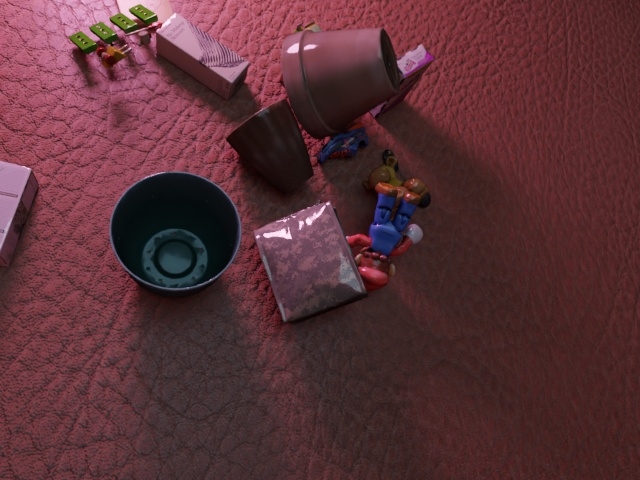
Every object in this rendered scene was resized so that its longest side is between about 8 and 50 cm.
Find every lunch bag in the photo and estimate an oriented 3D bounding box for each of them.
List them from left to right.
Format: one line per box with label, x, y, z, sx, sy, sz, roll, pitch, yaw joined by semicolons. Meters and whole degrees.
lunch bag;-0.028;0.056;1.286;0.235;0.169;0.287;-21;78;4

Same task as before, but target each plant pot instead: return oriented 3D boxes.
plant pot;-0.359;0.011;1.188;0.292;0.235;0.293;6;69;-16
plant pot;-0.125;-0.262;1.406;0.215;0.215;0.231;-39;100;-27
plant pot;0.079;-0.500;1.428;0.280;0.323;0.324;-11;67;24

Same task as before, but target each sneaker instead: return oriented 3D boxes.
sneaker;0.079;-0.307;1.548;0.221;0.083;0.087;-36;92;-23

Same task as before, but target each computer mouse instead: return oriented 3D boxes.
computer mouse;0.294;-0.215;1.605;0.071;0.041;0.242;-35;84;-26

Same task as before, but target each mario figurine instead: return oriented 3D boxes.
mario figurine;0.169;-0.005;1.388;0.198;0.321;0.170;30;17;30

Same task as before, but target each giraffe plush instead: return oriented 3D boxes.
giraffe plush;0.220;-0.170;1.490;0.181;0.210;0.171;-33;77;-2

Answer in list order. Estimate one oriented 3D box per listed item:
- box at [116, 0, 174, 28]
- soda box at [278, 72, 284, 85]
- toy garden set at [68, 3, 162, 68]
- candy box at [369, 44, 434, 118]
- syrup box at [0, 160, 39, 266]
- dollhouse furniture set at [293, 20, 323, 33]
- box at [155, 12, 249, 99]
box;-0.574;-0.775;1.533;0.164;0.021;0.201;-15;75;-23
soda box;-0.054;-0.582;1.613;0.058;0.061;0.181;47;63;2
toy garden set;-0.583;-0.599;1.403;0.244;0.049;0.203;-38;58;-20
candy box;0.261;-0.533;1.606;0.159;0.233;0.071;-38;85;-26
syrup box;-0.780;-0.065;1.152;0.096;0.093;0.237;13;67;-14
dollhouse furniture set;-0.041;-0.738;1.679;0.151;0.058;0.076;-40;87;-27
box;-0.369;-0.574;1.485;0.275;0.094;0.113;32;65;-5
